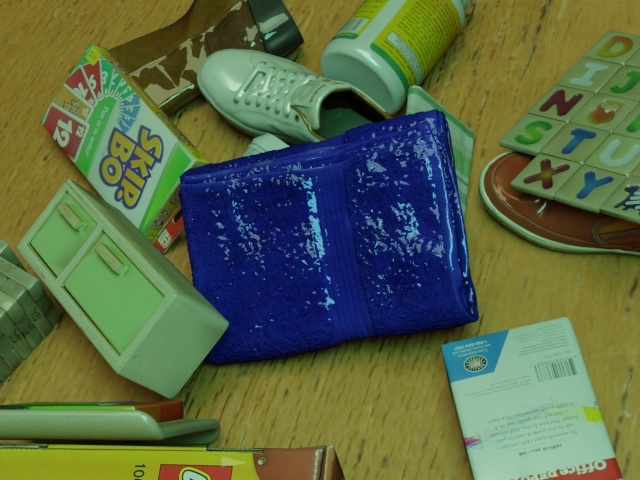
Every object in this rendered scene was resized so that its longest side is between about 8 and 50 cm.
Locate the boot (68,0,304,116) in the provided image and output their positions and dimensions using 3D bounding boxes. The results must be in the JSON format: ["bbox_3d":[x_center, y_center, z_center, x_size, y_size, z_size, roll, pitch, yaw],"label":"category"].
[{"bbox_3d":[-0.193,-0.270,1.657,0.280,0.096,0.264,-29,62,-1],"label":"boot"}]

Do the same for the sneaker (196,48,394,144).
[{"bbox_3d":[-0.022,-0.167,1.481,0.290,0.123,0.106,26,73,17],"label":"sneaker"}]

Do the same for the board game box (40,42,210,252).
[{"bbox_3d":[-0.231,-0.111,1.519,0.259,0.039,0.124,46,109,27],"label":"board game box"}]

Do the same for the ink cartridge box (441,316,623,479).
[{"bbox_3d":[0.208,0.200,1.231,0.134,0.078,0.231,-13,54,3],"label":"ink cartridge box"}]

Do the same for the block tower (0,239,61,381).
[{"bbox_3d":[-0.425,0.153,1.382,0.097,0.091,0.335,27,65,25],"label":"block tower"}]

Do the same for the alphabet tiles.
[{"bbox_3d":[0.372,-0.143,1.383,0.285,0.011,0.342,20,54,42],"label":"alphabet tiles"}]

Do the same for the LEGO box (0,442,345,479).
[{"bbox_3d":[-0.177,0.432,1.073,0.372,0.193,0.500,0,56,11],"label":"LEGO box"}]

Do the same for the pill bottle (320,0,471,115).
[{"bbox_3d":[0.102,-0.259,1.550,0.117,0.117,0.208,26,64,26],"label":"pill bottle"}]

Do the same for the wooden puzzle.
[{"bbox_3d":[-0.230,0.175,1.240,0.221,0.238,0.044,-1,80,10],"label":"wooden puzzle"}]

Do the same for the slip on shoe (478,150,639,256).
[{"bbox_3d":[0.328,-0.041,1.363,0.331,0.101,0.123,17,62,23],"label":"slip on shoe"}]

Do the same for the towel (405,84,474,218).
[{"bbox_3d":[0.126,-0.088,1.440,0.023,0.113,0.152,-21,46,41],"label":"towel"}]

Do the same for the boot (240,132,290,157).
[{"bbox_3d":[-0.014,-0.012,1.430,0.258,0.095,0.123,34,79,33],"label":"boot"}]

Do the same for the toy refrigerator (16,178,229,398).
[{"bbox_3d":[-0.220,0.045,1.362,0.102,0.094,0.269,-52,44,3],"label":"toy refrigerator"}]

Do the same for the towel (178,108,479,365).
[{"bbox_3d":[0.000,0.000,1.336,0.308,0.076,0.228,-12,80,18],"label":"towel"}]
